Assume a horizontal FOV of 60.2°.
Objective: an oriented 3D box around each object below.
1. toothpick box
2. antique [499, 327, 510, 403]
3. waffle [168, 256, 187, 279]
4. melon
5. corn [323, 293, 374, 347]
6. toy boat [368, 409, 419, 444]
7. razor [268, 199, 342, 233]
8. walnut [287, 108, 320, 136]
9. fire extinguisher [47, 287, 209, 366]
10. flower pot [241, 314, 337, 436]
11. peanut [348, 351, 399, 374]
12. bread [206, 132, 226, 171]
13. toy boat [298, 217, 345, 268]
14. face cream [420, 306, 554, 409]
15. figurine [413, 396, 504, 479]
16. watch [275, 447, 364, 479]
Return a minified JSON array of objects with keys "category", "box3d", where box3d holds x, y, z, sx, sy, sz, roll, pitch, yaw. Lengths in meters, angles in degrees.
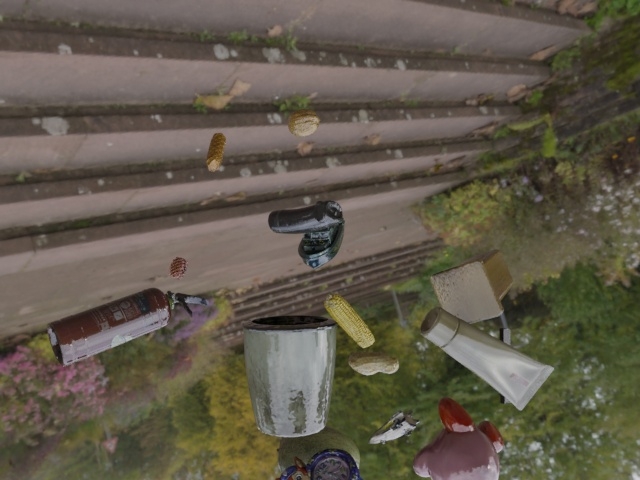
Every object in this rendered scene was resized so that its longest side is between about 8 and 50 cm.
[{"category":"toothpick box","box3d":[0.529,0.146,1.868,0.187,0.190,0.308,-26,177,32]},{"category":"antique","box3d":[0.481,0.325,1.437,0.031,0.192,0.015,8,170,-34]},{"category":"waffle","box3d":[-0.492,0.095,1.904,0.083,0.075,0.029,24,175,45]},{"category":"melon","box3d":[-0.010,0.847,2.155,0.329,0.249,0.248,9,177,3]},{"category":"corn","box3d":[0.085,0.237,1.640,0.067,0.206,0.067,-38,-168,10]},{"category":"toy boat","box3d":[0.227,0.619,1.796,0.084,0.066,0.210,31,125,-23]},{"category":"razor","box3d":[-0.029,-0.044,1.143,0.148,0.054,0.090,-10,174,31]},{"category":"walnut","box3d":[-0.062,-0.441,2.069,0.124,0.105,0.105,-7,175,-7]},{"category":"fire extinguisher","box3d":[-0.427,0.184,1.270,0.344,0.102,0.138,-19,-145,-36]},{"category":"flower pot","box3d":[-0.085,0.404,1.691,0.293,0.330,0.293,-3,180,0]},{"category":"peanut","box3d":[0.180,0.420,1.884,0.174,0.080,0.080,1,180,14]},{"category":"bread","box3d":[-0.307,-0.262,1.627,0.044,0.157,0.052,6,134,-5]},{"category":"toy boat","box3d":[0.000,-0.004,1.645,0.114,0.122,0.296,-3,-161,13]},{"category":"face cream","box3d":[0.405,0.284,1.365,0.137,0.341,0.084,-56,-171,7]},{"category":"figurine","box3d":[0.445,0.667,1.692,0.261,0.269,0.211,-56,-160,-4]},{"category":"watch","box3d":[0.028,0.640,1.417,0.196,0.200,0.171,26,-121,39]}]
